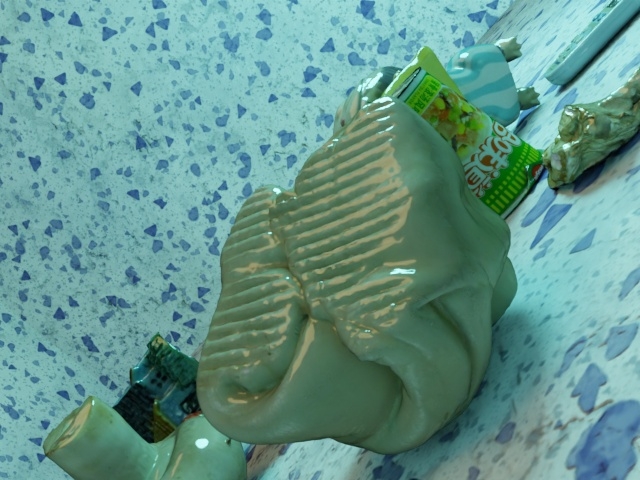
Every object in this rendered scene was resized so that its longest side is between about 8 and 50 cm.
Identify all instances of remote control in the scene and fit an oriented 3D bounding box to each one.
[{"bbox_3d":[0.492,-0.369,1.282,0.244,0.047,0.087,-48,3,18],"label":"remote control"}]

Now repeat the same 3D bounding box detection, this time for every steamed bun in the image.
[{"bbox_3d":[0.060,0.054,0.806,0.342,0.255,0.367,-23,51,36],"label":"steamed bun"}]

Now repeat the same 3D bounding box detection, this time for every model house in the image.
[{"bbox_3d":[-0.308,0.357,1.478,0.241,0.261,0.226,-50,6,-16],"label":"model house"}]

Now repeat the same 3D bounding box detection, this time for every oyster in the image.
[{"bbox_3d":[0.336,-0.148,0.899,0.191,0.081,0.163,-43,3,18],"label":"oyster"}]

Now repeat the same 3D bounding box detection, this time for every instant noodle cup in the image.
[{"bbox_3d":[0.191,-0.138,1.117,0.207,0.233,0.207,-48,6,7],"label":"instant noodle cup"}]

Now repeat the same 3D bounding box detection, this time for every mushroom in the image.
[{"bbox_3d":[-0.268,0.357,1.070,0.292,0.290,0.292,-44,10,10],"label":"mushroom"}]

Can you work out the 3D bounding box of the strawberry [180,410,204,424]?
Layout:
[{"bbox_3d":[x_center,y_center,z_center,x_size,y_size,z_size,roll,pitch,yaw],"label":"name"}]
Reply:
[{"bbox_3d":[-0.219,0.385,1.334,0.148,0.131,0.131,-45,7,16],"label":"strawberry"}]

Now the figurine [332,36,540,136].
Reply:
[{"bbox_3d":[0.155,-0.231,1.423,0.361,0.266,0.378,-32,19,-26],"label":"figurine"}]
